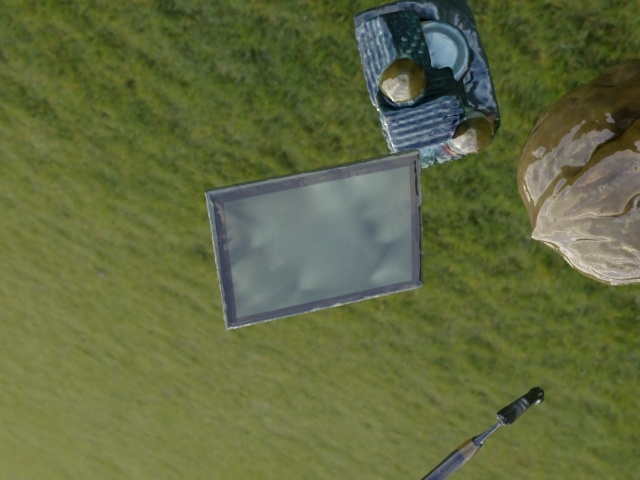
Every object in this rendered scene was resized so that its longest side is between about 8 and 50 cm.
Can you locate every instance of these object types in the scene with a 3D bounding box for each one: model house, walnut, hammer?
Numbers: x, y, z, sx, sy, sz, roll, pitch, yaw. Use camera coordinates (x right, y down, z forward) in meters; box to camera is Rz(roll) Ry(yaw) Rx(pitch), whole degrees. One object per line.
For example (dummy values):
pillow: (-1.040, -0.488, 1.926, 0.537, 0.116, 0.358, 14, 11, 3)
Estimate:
model house: (0.147, -0.220, 1.346, 0.185, 0.291, 0.253, -13, 98, 10)
walnut: (0.229, -0.048, 0.696, 0.155, 0.184, 0.155, 60, 170, 17)
hammer: (0.178, 0.241, 1.136, 0.021, 0.078, 0.201, 51, 119, 17)

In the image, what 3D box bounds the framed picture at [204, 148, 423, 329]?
framed picture: (0.000, 0.000, 1.033, 0.010, 0.232, 0.172, -121, 24, -58)
